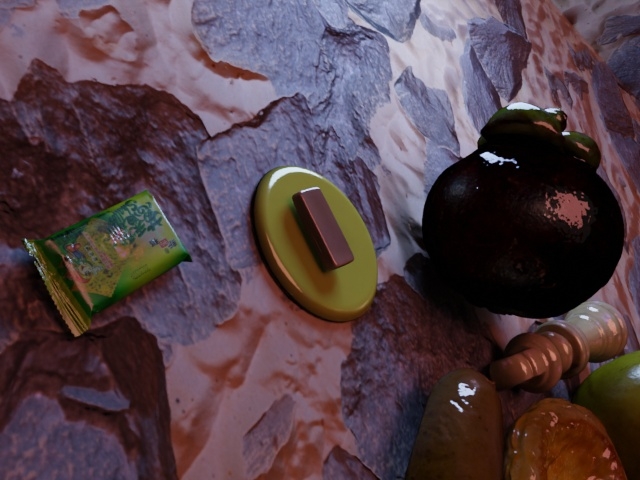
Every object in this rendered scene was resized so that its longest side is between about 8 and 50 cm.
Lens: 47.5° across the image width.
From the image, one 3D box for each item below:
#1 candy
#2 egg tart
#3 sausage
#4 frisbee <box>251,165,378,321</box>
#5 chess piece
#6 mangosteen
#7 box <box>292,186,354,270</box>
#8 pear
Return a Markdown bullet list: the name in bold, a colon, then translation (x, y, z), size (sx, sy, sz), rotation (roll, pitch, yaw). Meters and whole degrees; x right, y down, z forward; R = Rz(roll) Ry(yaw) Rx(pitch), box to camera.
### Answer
- **candy**: translation (-0.208, 0.014, 0.735), size (0.102, 0.032, 0.178), rotation (56, 37, -2)
- **egg tart**: translation (0.324, 0.374, 1.004), size (0.318, 0.128, 0.319), rotation (24, 52, -35)
- **sausage**: translation (0.154, 0.355, 0.825), size (0.136, 0.123, 0.501), rotation (13, 47, -6)
- **frisbee**: translation (0.000, 0.000, 0.997), size (0.235, 0.017, 0.236), rotation (29, 45, -34)
- **chess piece**: translation (0.411, 0.192, 1.258), size (0.397, 0.117, 0.117), rotation (-9, 71, -49)
- **mangosteen**: translation (0.319, -0.033, 1.139), size (0.330, 0.330, 0.330), rotation (28, 46, -34)
- **box**: translation (0.002, -0.016, 0.974), size (0.048, 0.025, 0.115), rotation (-20, 81, -48)
- **pear**: translation (0.557, 0.301, 1.194), size (0.306, 0.253, 0.253), rotation (-11, 70, -19)
